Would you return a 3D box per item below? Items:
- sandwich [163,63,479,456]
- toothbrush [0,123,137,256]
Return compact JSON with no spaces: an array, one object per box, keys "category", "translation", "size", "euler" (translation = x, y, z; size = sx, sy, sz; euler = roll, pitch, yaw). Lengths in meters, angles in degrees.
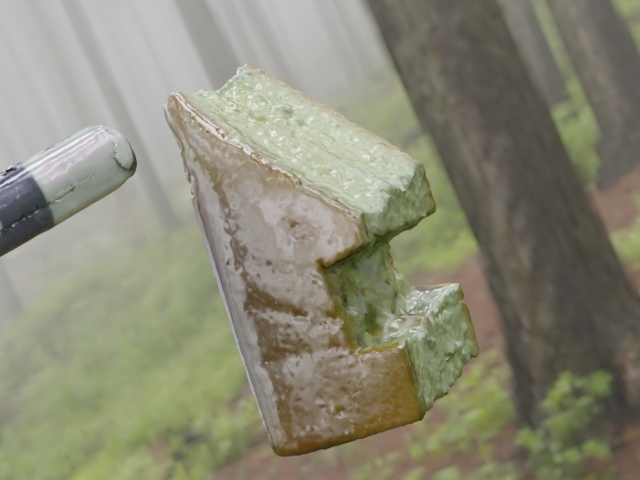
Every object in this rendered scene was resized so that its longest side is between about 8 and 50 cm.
[{"category":"sandwich","translation":[0.000,0.000,1.222],"size":[0.128,0.236,0.122],"euler":[-16,8,32]},{"category":"toothbrush","translation":[-0.169,0.042,0.516],"size":[0.288,0.024,0.026],"euler":[-31,25,-21]}]
